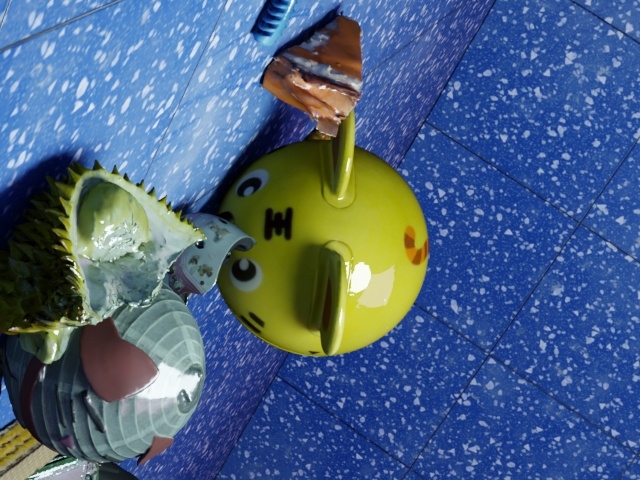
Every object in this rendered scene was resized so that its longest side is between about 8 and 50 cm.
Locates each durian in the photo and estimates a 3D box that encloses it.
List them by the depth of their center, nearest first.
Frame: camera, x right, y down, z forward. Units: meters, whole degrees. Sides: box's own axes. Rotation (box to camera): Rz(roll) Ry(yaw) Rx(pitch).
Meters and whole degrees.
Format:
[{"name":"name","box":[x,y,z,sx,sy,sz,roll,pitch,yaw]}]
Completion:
[{"name":"durian","box":[-0.240,0.030,1.375,0.172,0.166,0.306,-55,-177,17]}]

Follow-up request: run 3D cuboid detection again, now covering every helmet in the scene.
[{"name":"helmet","box":[-0.189,0.025,1.940,0.177,0.107,0.153,-37,-171,41]}]

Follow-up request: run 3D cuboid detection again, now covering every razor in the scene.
[{"name":"razor","box":[-0.017,-0.345,1.675,0.253,0.042,0.082,-59,-147,30]}]

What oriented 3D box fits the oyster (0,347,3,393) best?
[{"name":"oyster","box":[-0.393,0.190,1.565,0.103,0.051,0.148,-56,167,-71]}]

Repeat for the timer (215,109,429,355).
[{"name":"timer","box":[0.000,0.000,2.090,0.376,0.376,0.387,-54,179,-13]}]

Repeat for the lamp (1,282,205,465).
[{"name":"lamp","box":[-0.238,0.137,1.547,0.233,0.233,0.265,-53,149,-19]}]

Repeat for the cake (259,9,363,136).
[{"name":"cake","box":[-0.006,-0.258,1.983,0.287,0.135,0.098,-81,-167,-59]}]

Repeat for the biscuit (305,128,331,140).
[{"name":"biscuit","box":[-0.038,-0.112,2.532,0.254,0.035,0.254,-54,172,-12]}]

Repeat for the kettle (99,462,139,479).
[{"name":"kettle","box":[-0.415,0.447,2.188,0.236,0.161,0.221,-56,141,1]}]

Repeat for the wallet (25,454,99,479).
[{"name":"wallet","box":[-0.403,0.427,2.051,0.160,0.055,0.236,-16,119,-38]}]

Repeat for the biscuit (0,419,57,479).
[{"name":"biscuit","box":[-0.390,0.274,1.912,0.094,0.054,0.379,-58,172,22]}]
